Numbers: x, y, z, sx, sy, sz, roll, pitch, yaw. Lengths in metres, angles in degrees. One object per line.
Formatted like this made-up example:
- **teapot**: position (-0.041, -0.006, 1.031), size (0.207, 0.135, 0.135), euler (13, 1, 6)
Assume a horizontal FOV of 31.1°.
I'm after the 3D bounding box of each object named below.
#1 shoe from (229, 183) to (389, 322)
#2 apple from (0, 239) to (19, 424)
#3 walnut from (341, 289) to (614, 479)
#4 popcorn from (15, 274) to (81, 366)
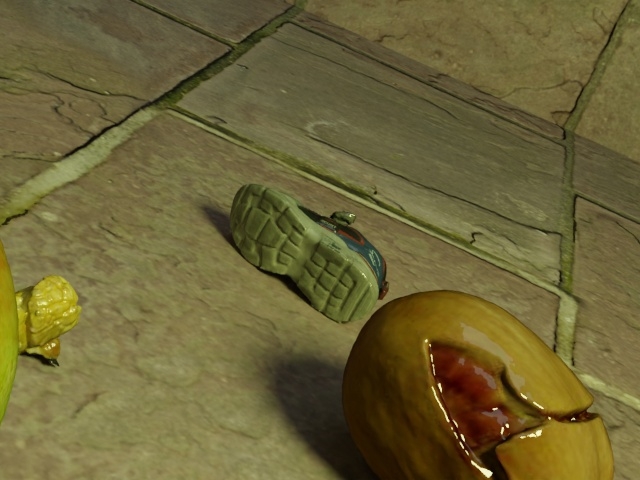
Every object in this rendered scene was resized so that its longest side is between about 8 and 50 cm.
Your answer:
- **shoe**: position (0.000, 0.001, 1.381), size (0.227, 0.099, 0.125), euler (39, 35, 21)
- **apple**: position (-0.344, 0.054, 0.671), size (0.340, 0.339, 0.339), euler (20, 24, -9)
- **walnut**: position (0.152, 0.175, 1.051), size (0.298, 0.203, 0.203), euler (47, 28, 9)
- **popcorn**: position (-0.253, 0.078, 1.036), size (0.084, 0.084, 0.084), euler (20, 24, -9)
